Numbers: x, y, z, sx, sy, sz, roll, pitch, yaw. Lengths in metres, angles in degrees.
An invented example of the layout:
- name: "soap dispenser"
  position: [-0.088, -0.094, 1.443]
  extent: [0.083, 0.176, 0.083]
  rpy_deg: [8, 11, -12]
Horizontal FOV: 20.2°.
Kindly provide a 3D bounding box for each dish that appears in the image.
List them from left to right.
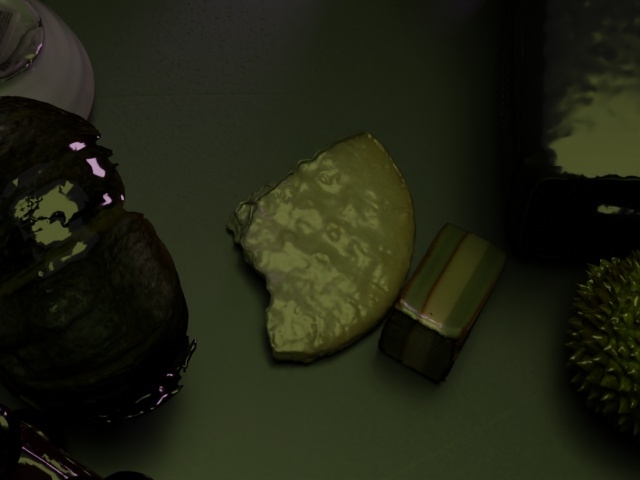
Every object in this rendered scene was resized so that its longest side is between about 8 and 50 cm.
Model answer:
- name: "dish"
  position: [-0.348, -0.184, 1.766]
  extent: [0.260, 0.085, 0.260]
  rpy_deg: [8, 53, -10]

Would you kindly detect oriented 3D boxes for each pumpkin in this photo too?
- name: "pumpkin"
  position: [-0.248, 0.015, 1.607]
  extent: [0.192, 0.320, 0.320]
  rpy_deg: [-34, 75, -9]

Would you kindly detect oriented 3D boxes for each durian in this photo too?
- name: "durian"
  position: [0.355, 0.104, 1.707]
  extent: [0.237, 0.176, 0.200]
  rpy_deg: [25, 77, -4]

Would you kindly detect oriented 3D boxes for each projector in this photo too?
- name: "projector"
  position: [0.379, -0.186, 1.789]
  extent: [0.395, 0.242, 0.405]
  rpy_deg: [2, 67, 0]

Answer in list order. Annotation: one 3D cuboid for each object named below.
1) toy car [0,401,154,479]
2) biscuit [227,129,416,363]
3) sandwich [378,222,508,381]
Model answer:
- name: "toy car"
  position: [-0.277, 0.270, 1.539]
  extent: [0.340, 0.271, 0.240]
  rpy_deg: [33, 85, 7]
- name: "biscuit"
  position: [0.000, 0.000, 1.789]
  extent: [0.188, 0.040, 0.265]
  rpy_deg: [18, 66, -2]
- name: "sandwich"
  position: [0.130, 0.040, 1.747]
  extent: [0.079, 0.113, 0.163]
  rpy_deg: [29, 66, 6]
